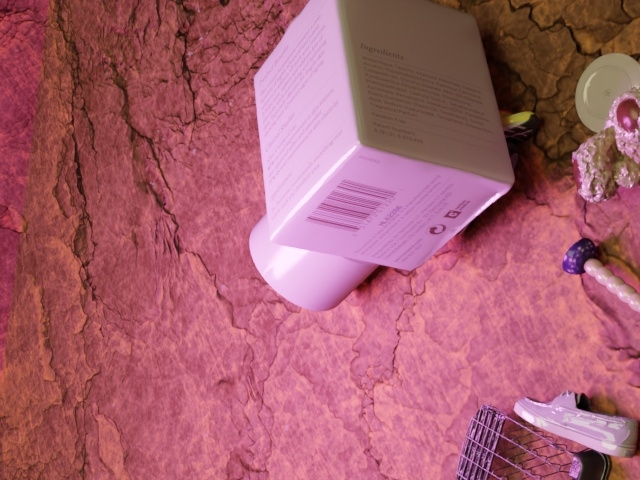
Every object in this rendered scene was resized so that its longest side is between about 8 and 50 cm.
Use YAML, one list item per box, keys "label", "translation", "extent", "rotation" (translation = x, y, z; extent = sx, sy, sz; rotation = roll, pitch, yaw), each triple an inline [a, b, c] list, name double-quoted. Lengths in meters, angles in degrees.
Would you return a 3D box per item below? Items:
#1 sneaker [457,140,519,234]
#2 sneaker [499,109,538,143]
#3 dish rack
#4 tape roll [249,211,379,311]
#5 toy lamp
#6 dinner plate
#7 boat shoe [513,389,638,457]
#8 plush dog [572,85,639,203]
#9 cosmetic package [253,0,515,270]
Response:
- label: "sneaker"
  translation: [0.273, -0.129, 2.014]
  extent: [0.228, 0.086, 0.132]
  rotation: [-55, 48, 32]
- label: "sneaker"
  translation: [0.313, -0.223, 1.984]
  extent: [0.209, 0.081, 0.094]
  rotation: [-9, 75, 45]
- label: "dish rack"
  translation: [0.362, 0.419, 1.885]
  extent: [0.271, 0.074, 0.208]
  rotation: [26, 104, 47]
- label: "tape roll"
  translation: [0.000, 0.000, 2.181]
  extent: [0.169, 0.246, 0.246]
  rotation: [-47, 55, 35]
- label: "toy lamp"
  translation: [0.514, 0.098, 1.741]
  extent: [0.275, 0.080, 0.080]
  rotation: [42, 117, 41]
- label: "dinner plate"
  translation: [0.497, -0.255, 1.834]
  extent: [0.141, 0.017, 0.141]
  rotation: [-3, 86, 46]
- label: "boat shoe"
  translation: [0.439, 0.298, 1.813]
  extent: [0.228, 0.079, 0.081]
  rotation: [17, 93, 40]
- label: "plush dog"
  translation: [0.556, -0.122, 1.672]
  extent: [0.225, 0.211, 0.262]
  rotation: [57, 155, 16]
- label: "cosmetic package"
  translation: [0.101, -0.210, 1.943]
  extent: [0.329, 0.328, 0.393]
  rotation: [-45, 42, 47]
